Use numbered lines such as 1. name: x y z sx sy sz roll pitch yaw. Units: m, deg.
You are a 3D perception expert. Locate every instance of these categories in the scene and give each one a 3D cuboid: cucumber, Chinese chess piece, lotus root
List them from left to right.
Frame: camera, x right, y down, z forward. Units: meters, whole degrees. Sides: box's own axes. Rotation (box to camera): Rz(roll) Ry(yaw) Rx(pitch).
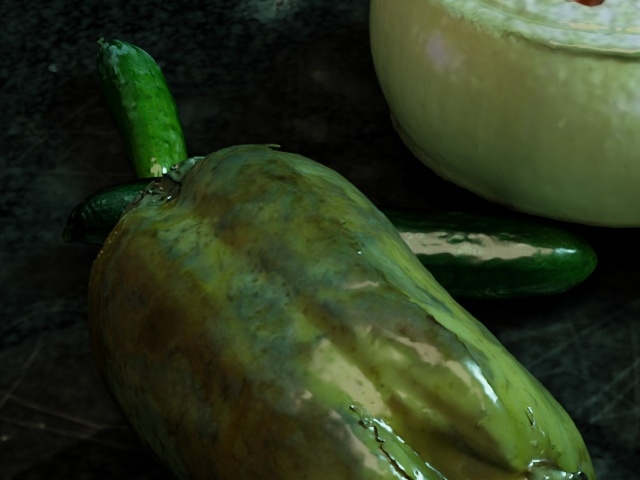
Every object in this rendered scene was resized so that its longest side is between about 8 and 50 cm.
1. cucumber: -0.099 -0.070 1.128 0.039 0.039 0.168 -15 46 -8
2. lotus root: -0.002 0.066 0.895 0.152 0.160 0.275 -44 51 1
3. cucumber: 0.000 0.000 1.030 0.284 0.056 0.056 5 46 11
4. Chinese chess piece: 0.160 -0.116 1.069 0.270 0.112 0.270 -1 35 1
